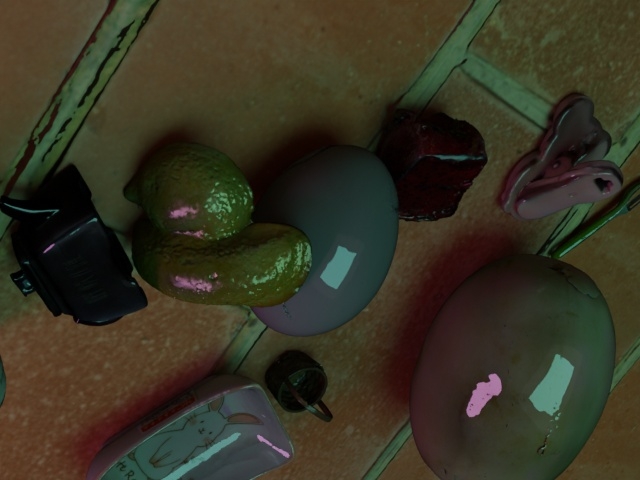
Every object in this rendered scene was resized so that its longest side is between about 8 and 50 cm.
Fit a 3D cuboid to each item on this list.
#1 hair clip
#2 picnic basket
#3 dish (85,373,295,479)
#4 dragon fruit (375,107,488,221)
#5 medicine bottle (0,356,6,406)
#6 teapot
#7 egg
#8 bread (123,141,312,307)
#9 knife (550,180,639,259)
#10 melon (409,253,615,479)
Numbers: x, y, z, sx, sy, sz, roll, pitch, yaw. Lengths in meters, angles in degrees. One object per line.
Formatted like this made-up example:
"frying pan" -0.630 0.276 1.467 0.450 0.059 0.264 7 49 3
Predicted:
"hair clip" 0.277 -0.088 1.238 0.138 0.102 0.123 -24 141 29
"picnic basket" -0.017 0.171 1.193 0.072 0.083 0.072 -17 130 -22
"dish" -0.149 0.230 1.154 0.212 0.077 0.151 -32 133 -10
"dragon fruit" 0.105 -0.089 1.089 0.102 0.096 0.147 1 153 -23
"medicine bottle" -0.339 0.077 0.873 0.135 0.135 0.168 -18 129 -22
"teapot" -0.226 0.018 0.940 0.096 0.087 0.177 -28 134 -7
"egg" 0.000 0.000 1.034 0.146 0.146 0.199 18 98 -41
"bread" -0.100 -0.006 0.951 0.065 0.187 0.149 -39 141 -61
"knife" 0.366 -0.032 1.345 0.184 0.026 0.022 -36 164 -3
"melon" 0.224 0.166 1.253 0.223 0.223 0.317 -1 121 -33
